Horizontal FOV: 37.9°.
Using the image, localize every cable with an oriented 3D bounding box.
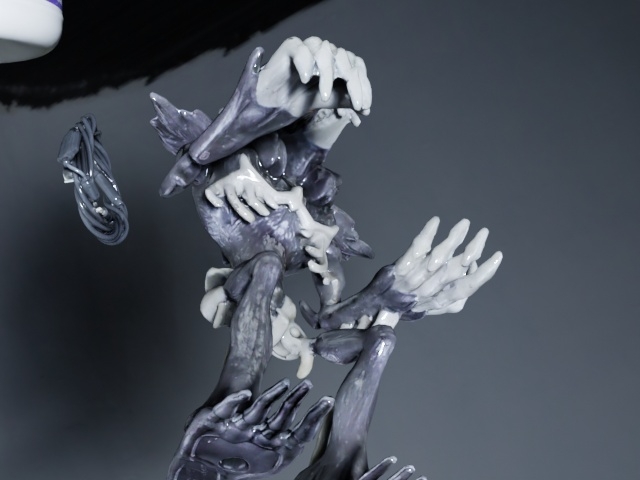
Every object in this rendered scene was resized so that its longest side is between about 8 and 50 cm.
[{"bbox_3d":[-0.285,-0.081,1.206,0.184,0.047,0.151,-107,174,-58],"label":"cable"}]

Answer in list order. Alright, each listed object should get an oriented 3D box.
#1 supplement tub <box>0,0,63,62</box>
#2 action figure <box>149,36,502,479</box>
[{"bbox_3d":[-0.348,-0.332,0.805,0.241,0.241,0.331,-7,98,-67],"label":"supplement tub"},{"bbox_3d":[0.000,0.000,0.436,0.164,0.141,0.276,40,29,-32],"label":"action figure"}]
